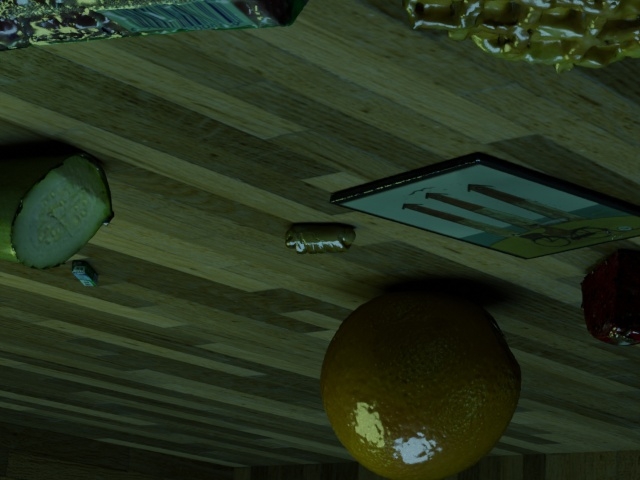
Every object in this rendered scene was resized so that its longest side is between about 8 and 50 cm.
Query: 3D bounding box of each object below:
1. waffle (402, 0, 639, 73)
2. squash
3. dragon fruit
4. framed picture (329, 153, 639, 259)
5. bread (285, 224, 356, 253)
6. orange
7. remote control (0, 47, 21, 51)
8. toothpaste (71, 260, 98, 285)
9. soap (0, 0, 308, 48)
[{"bbox_3d":[0.194,-0.195,1.143,0.302,0.068,0.325,-8,159,37],"label":"waffle"},{"bbox_3d":[-0.385,-0.030,1.811,0.287,0.137,0.137,0,165,23],"label":"squash"},{"bbox_3d":[0.394,0.086,2.052,0.120,0.127,0.161,15,163,-11],"label":"dragon fruit"},{"bbox_3d":[0.209,-0.032,1.860,0.323,0.013,0.244,14,161,-37],"label":"framed picture"},{"bbox_3d":[0.000,0.000,1.995,0.088,0.034,0.049,0,171,12],"label":"bread"},{"bbox_3d":[0.137,0.196,2.259,0.274,0.274,0.274,4,165,1],"label":"orange"},{"bbox_3d":[-0.311,-0.203,1.324,0.063,0.025,0.245,-1,164,16],"label":"remote control"},{"bbox_3d":[-0.326,0.046,2.285,0.020,0.017,0.083,2,165,5],"label":"toothpaste"},{"bbox_3d":[-0.158,-0.200,1.152,0.273,0.098,0.218,-1,164,19],"label":"soap"}]
